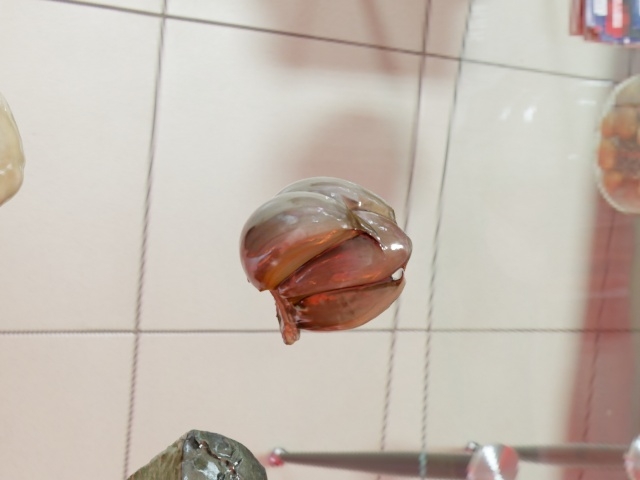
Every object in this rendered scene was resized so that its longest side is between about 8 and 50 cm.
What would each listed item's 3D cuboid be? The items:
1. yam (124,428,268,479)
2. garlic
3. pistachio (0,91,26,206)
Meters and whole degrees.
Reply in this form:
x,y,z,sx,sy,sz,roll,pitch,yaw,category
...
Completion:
x,y,z,sx,sy,sz,roll,pitch,yaw,category
-0.138,0.409,1.381,0.202,0.271,0.201,-37,128,28,yam
0.000,0.000,1.312,0.191,0.160,0.214,-25,134,8,garlic
-0.490,-0.145,1.419,0.193,0.318,0.214,2,120,-49,pistachio
